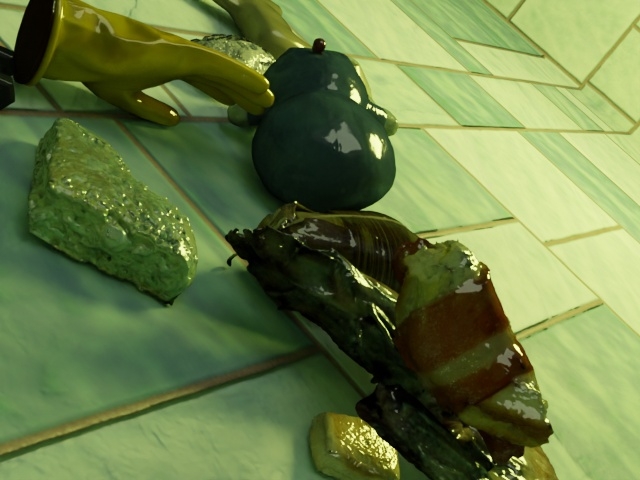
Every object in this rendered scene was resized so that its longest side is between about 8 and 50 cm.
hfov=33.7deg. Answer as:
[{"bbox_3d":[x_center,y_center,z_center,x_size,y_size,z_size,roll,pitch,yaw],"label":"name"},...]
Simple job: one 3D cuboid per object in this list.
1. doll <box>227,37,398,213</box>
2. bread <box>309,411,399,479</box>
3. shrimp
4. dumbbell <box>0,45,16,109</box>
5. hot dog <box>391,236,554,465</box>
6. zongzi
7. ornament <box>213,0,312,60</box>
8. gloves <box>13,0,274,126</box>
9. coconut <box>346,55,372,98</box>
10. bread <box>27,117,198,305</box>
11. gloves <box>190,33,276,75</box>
[{"bbox_3d":[0.001,-0.134,1.339,0.228,0.154,0.258,3,50,-15],"label":"doll"},{"bbox_3d":[0.031,0.189,0.943,0.083,0.035,0.070,25,27,-19],"label":"bread"},{"bbox_3d":[0.079,0.137,0.996,0.445,0.085,0.272,41,18,-20],"label":"shrimp"},{"bbox_3d":[-0.330,-0.168,1.079,0.040,0.036,0.083,21,29,-29],"label":"dumbbell"},{"bbox_3d":[0.124,0.096,0.929,0.146,0.103,0.213,40,25,-81],"label":"hot dog"},{"bbox_3d":[0.000,0.000,1.185,0.247,0.111,0.241,16,14,-29],"label":"zongzi"},{"bbox_3d":[-0.099,-0.355,1.701,0.244,0.061,0.230,21,27,-39],"label":"ornament"},{"bbox_3d":[-0.182,-0.191,1.188,0.294,0.116,0.133,14,5,-32],"label":"gloves"},{"bbox_3d":[0.013,-0.213,1.527,0.116,0.122,0.116,30,26,-16],"label":"coconut"},{"bbox_3d":[-0.209,-0.039,0.985,0.232,0.064,0.172,46,23,21],"label":"bread"},{"bbox_3d":[-0.123,-0.246,1.463,0.114,0.070,0.153,48,28,21],"label":"gloves"}]
